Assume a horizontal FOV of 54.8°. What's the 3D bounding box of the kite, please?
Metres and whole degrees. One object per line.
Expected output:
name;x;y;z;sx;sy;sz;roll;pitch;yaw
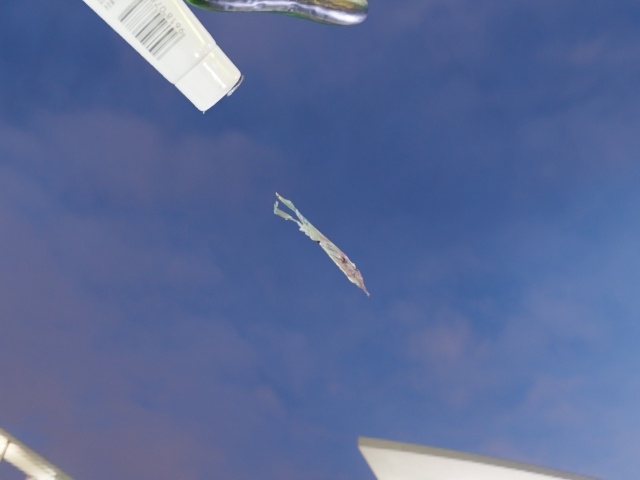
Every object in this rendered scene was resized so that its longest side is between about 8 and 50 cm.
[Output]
kite;0.000;0.000;0.525;0.011;0.139;0.157;-47;-34;5

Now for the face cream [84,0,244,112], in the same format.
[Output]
face cream;-0.175;-0.225;0.576;0.092;0.058;0.243;-36;-67;17

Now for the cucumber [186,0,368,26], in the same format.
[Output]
cucumber;-0.038;-0.287;0.729;0.284;0.056;0.056;-12;-28;-41
